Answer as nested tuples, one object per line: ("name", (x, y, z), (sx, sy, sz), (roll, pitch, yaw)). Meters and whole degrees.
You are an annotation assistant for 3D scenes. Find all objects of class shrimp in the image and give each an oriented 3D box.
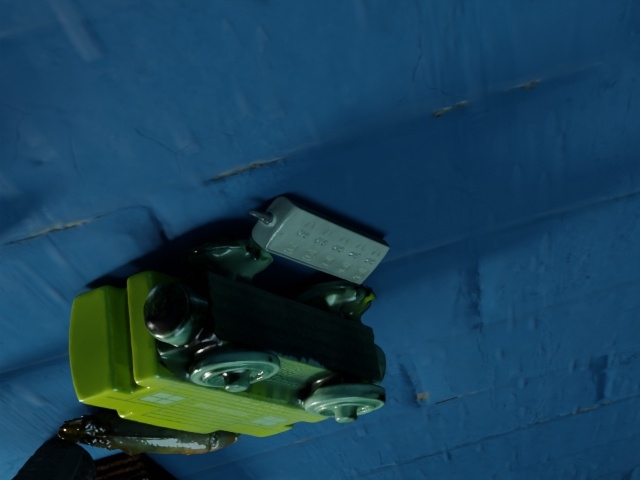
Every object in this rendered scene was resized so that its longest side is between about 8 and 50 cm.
("shrimp", (-0.250, 0.275, 1.842), (0.267, 0.061, 0.145), (0, -175, -24))

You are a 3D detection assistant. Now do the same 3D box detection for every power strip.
("power strip", (0.000, 0.000, 1.441), (0.060, 0.027, 0.253), (-52, 145, 12))

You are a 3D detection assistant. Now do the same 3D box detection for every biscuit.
("biscuit", (-0.300, 0.445, 2.170), (0.107, 0.073, 0.388), (-18, 156, 2))

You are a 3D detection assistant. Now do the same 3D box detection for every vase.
("vase", (-0.389, 0.381, 1.761), (0.156, 0.301, 0.251), (30, 107, -6))

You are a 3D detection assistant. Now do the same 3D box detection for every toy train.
("toy train", (-0.104, 0.135, 1.529), (0.272, 0.179, 0.442), (-19, 156, 27))
